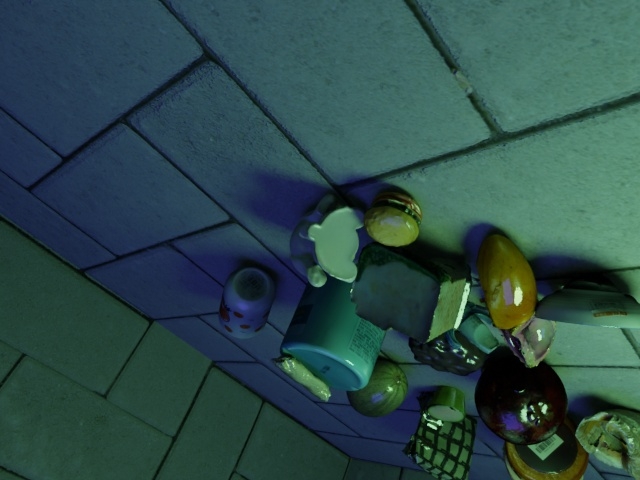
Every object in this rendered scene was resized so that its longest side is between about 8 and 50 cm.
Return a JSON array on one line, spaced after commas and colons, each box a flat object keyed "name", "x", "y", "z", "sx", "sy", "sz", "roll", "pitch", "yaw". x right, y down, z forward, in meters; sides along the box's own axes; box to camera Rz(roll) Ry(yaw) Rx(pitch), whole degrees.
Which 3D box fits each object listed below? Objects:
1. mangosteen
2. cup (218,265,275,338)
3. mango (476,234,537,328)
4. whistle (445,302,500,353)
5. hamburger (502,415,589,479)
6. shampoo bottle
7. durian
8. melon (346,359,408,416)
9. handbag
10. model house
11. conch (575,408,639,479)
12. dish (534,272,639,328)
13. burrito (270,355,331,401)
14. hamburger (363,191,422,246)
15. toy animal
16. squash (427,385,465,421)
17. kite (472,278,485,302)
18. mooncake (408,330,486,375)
[{"name": "mangosteen", "x": 0.691, "y": 0.549, "z": 1.826, "sx": 0.306, "sy": 0.306, "sz": 0.359, "roll": 27, "pitch": 180, "yaw": -3}, {"name": "cup", "x": -0.298, "y": 0.245, "z": 2.110, "sx": 0.212, "sy": 0.212, "sz": 0.317, "roll": 25, "pitch": 146, "yaw": 0}, {"name": "mango", "x": 0.500, "y": 0.101, "z": 1.399, "sx": 0.138, "sy": 0.187, "sz": 0.257, "roll": -17, "pitch": 127, "yaw": 3}, {"name": "whistle", "x": 0.453, "y": 0.253, "z": 1.652, "sx": 0.269, "sy": 0.180, "sz": 0.093, "roll": 49, "pitch": 148, "yaw": 28}, {"name": "hamburger", "x": 0.901, "y": 0.857, "z": 2.081, "sx": 0.330, "sy": 0.330, "sz": 0.250, "roll": 8, "pitch": 139, "yaw": 26}, {"name": "shampoo bottle", "x": 0.065, "y": 0.305, "z": 1.820, "sx": 0.331, "sy": 0.343, "sz": 0.331, "roll": 17, "pitch": 148, "yaw": 11}, {"name": "durian", "x": 0.629, "y": 0.268, "z": 1.573, "sx": 0.186, "sy": 0.154, "sz": 0.260, "roll": -22, "pitch": 132, "yaw": 0}, {"name": "melon", "x": 0.252, "y": 0.656, "z": 2.304, "sx": 0.248, "sy": 0.249, "sz": 0.329, "roll": 32, "pitch": 144, "yaw": -10}, {"name": "handbag", "x": 0.560, "y": 0.926, "z": 2.405, "sx": 0.327, "sy": 0.325, "sz": 0.162, "roll": 37, "pitch": 144, "yaw": -20}, {"name": "model house", "x": 0.287, "y": 0.139, "z": 1.535, "sx": 0.284, "sy": 0.243, "sz": 0.298, "roll": -2, "pitch": -160, "yaw": -46}, {"name": "conch", "x": 1.089, "y": 0.699, "z": 1.850, "sx": 0.297, "sy": 0.210, "sz": 0.352, "roll": -21, "pitch": 106, "yaw": 50}, {"name": "dish", "x": 0.715, "y": 0.152, "z": 1.361, "sx": 0.273, "sy": 0.134, "sz": 0.273, "roll": 6, "pitch": 176, "yaw": 0}, {"name": "burrito", "x": -0.057, "y": 0.468, "z": 1.765, "sx": 0.082, "sy": 0.059, "sz": 0.275, "roll": -5, "pitch": 138, "yaw": 50}, {"name": "hamburger", "x": 0.197, "y": -0.058, "z": 1.412, "sx": 0.162, "sy": 0.115, "sz": 0.162, "roll": 16, "pitch": 145, "yaw": 12}, {"name": "toy animal", "x": 0.000, "y": 0.000, "z": 1.560, "sx": 0.206, "sy": 0.272, "sz": 0.265, "roll": 11, "pitch": 177, "yaw": -23}, {"name": "squash", "x": 0.570, "y": 0.728, "z": 2.302, "sx": 0.170, "sy": 0.123, "sz": 0.170, "roll": 18, "pitch": 147, "yaw": 12}, {"name": "kite", "x": 0.566, "y": 0.172, "z": 1.597, "sx": 0.232, "sy": 0.009, "sz": 0.189, "roll": 39, "pitch": 147, "yaw": -20}, {"name": "mooncake", "x": 0.457, "y": 0.391, "z": 1.873, "sx": 0.283, "sy": 0.141, "sz": 0.283, "roll": 19, "pitch": 150, "yaw": 11}]
